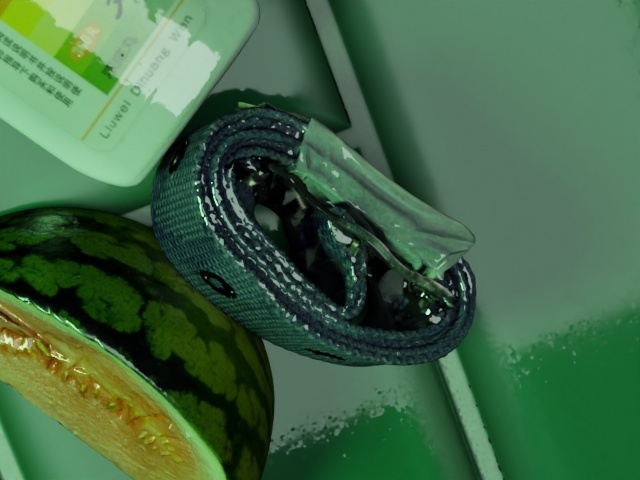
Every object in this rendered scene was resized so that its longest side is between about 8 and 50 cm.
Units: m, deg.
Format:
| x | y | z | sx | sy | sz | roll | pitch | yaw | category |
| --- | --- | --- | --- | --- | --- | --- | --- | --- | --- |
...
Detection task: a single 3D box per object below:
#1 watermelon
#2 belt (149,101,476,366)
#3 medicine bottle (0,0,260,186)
| x | y | z | sx | sy | sz | roll | pitch | yaw | category |
| --- | --- | --- | --- | --- | --- | --- | --- | --- | --- |
| -0.133 | 0.084 | 1.173 | 0.303 | 0.128 | 0.159 | 39 | 93 | -9 | watermelon |
| 0.000 | 0.000 | 1.152 | 0.230 | 0.126 | 0.139 | 35 | 73 | -16 | belt |
| -0.211 | -0.190 | 1.131 | 0.324 | 0.124 | 0.179 | 37 | 97 | -8 | medicine bottle |
